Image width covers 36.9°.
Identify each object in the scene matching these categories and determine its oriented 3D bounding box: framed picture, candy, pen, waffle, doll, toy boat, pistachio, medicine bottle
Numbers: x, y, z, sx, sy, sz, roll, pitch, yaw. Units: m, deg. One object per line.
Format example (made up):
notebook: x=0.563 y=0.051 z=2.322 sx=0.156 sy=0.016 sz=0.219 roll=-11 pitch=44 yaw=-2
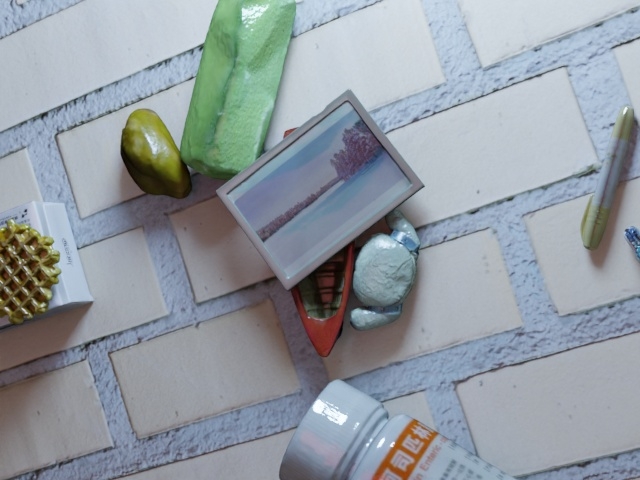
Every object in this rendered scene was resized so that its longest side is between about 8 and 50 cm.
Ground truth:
framed picture: x=-0.003 y=-0.085 z=1.605 sx=0.289 sy=0.016 sz=0.213 roll=-37 pitch=81 yaw=5
candy: x=-0.146 y=-0.275 z=1.670 sx=0.142 sy=0.131 sz=0.344 roll=21 pitch=97 yaw=60
pen: x=0.452 y=-0.099 z=1.518 sx=0.040 sy=0.032 sz=0.234 roll=17 pitch=95 yaw=41
waffle: x=-0.548 y=0.060 z=1.723 sx=0.191 sy=0.038 sz=0.191 roll=0 pitch=91 yaw=15
doll: x=0.107 y=0.054 z=1.608 sx=0.103 sy=0.071 sz=0.214 roll=17 pitch=90 yaw=16
toy boat: x=0.000 y=0.000 z=1.642 sx=0.136 sy=0.079 sz=0.392 roll=-6 pitch=88 yaw=16
pistachio: x=-0.305 y=-0.152 z=1.727 sx=0.100 sy=0.110 sz=0.189 roll=-27 pitch=83 yaw=-8
medicine bottle: x=0.136 y=0.396 z=1.531 sx=0.371 sy=0.211 sz=0.211 roll=29 pitch=99 yaw=16

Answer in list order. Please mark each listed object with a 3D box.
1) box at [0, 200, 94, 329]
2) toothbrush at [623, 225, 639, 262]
box: x=-0.599 y=0.062 z=1.820 sx=0.274 sy=0.116 sz=0.203 roll=-19 pitch=84 yaw=16
toothbrush: x=0.592 y=0.155 z=1.474 sx=0.042 sy=0.040 sz=0.418 roll=-34 pitch=85 yaw=14
